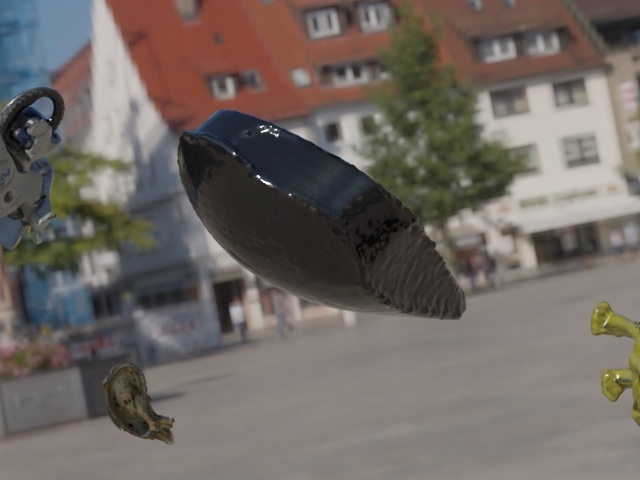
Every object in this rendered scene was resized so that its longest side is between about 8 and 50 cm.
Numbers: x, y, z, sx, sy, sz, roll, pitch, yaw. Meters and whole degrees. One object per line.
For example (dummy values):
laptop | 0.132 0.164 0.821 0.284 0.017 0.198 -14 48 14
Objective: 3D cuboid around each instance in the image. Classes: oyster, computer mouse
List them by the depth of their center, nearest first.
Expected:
computer mouse | -0.003 0.004 1.117 0.168 0.087 0.295 25 -10 29
oyster | -0.165 0.146 1.466 0.080 0.083 0.038 21 34 3

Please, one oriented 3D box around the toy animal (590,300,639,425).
toy animal | 0.280 0.092 1.079 0.181 0.073 0.136 7 2 -13

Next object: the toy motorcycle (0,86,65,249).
toy motorcycle | -0.299 -0.036 1.248 0.221 0.102 0.150 -27 -33 -28
